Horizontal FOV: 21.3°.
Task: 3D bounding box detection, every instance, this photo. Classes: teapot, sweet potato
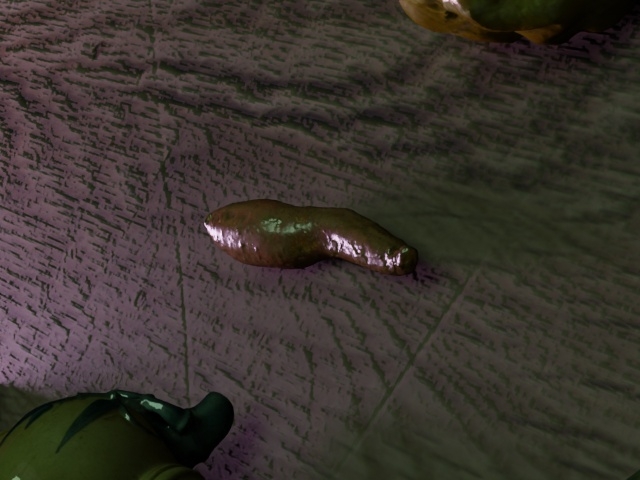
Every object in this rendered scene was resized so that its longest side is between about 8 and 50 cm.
[{"bbox_3d":[-0.135,0.202,1.081,0.182,0.173,0.269,8,50,25],"label":"teapot"},{"bbox_3d":[0.001,0.000,1.162,0.214,0.050,0.050,7,70,47],"label":"sweet potato"}]

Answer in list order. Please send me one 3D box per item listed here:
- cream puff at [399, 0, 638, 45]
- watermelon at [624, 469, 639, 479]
[{"bbox_3d":[0.139,-0.259,1.079,0.282,0.185,0.282,-24,50,33],"label":"cream puff"},{"bbox_3d":[0.190,0.190,0.655,0.242,0.242,0.242,-28,46,33],"label":"watermelon"}]
